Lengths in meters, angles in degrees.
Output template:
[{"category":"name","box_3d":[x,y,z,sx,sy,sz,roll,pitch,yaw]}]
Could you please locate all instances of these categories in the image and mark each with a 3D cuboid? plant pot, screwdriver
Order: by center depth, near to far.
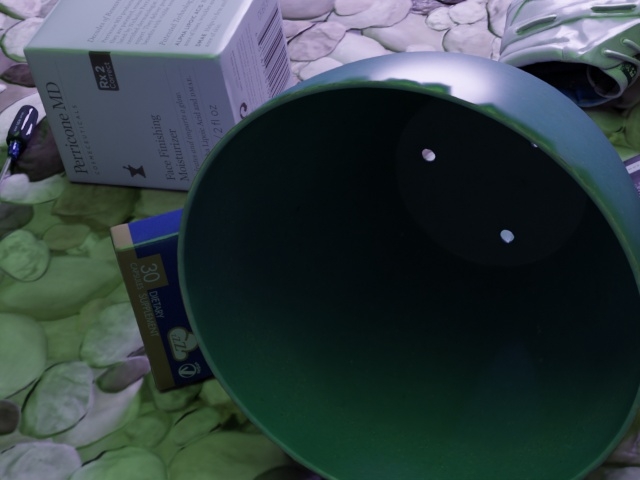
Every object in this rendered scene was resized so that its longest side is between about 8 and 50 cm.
[{"category":"plant pot","box_3d":[0.082,-0.002,0.862,0.290,0.290,0.195,8,31,21]},{"category":"screwdriver","box_3d":[-0.289,-0.066,1.254,0.025,0.024,0.170,16,46,-13]}]

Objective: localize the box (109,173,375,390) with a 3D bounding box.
[{"category":"box","box_3d":[-0.029,0.021,0.999,0.225,0.136,0.036,-17,36,-8]}]

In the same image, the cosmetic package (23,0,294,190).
[{"category":"cosmetic package","box_3d":[-0.136,-0.149,1.212,0.183,0.151,0.151,4,42,18]}]

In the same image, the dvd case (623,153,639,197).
[{"category":"dvd case","box_3d":[0.303,-0.029,0.966,0.164,0.018,0.221,-25,28,13]}]

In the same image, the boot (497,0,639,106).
[{"category":"boot","box_3d":[0.285,-0.169,1.205,0.258,0.095,0.123,-1,46,24]}]

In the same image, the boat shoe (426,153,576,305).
[{"category":"boat shoe","box_3d":[0.148,0.005,1.031,0.084,0.095,0.258,-26,36,3]}]
